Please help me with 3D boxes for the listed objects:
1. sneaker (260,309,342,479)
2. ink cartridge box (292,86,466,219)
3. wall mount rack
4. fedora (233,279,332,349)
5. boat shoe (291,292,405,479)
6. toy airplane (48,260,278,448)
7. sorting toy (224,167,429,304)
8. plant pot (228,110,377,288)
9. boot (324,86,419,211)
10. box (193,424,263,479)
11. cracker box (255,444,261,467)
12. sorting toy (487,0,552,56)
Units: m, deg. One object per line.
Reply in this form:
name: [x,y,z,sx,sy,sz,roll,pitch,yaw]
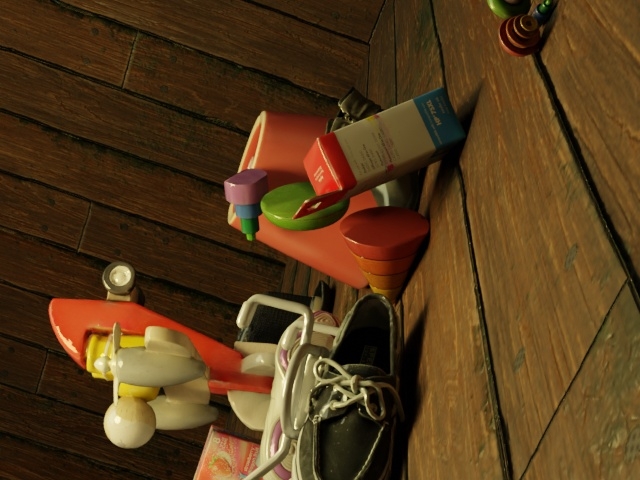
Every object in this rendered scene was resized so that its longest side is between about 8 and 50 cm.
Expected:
sneaker: [-0.042,0.256,1.818,0.152,0.114,0.305,122,166,-62]
ink cartridge box: [0.061,-0.112,1.498,0.134,0.231,0.078,134,113,-77]
wall mount rack: [-0.055,0.237,1.416,0.350,0.131,0.304,42,-121,-71]
fedora: [-0.096,0.222,2.273,0.334,0.153,0.334,-161,90,-85]
boat shoe: [0.041,0.179,1.258,0.306,0.113,0.104,-64,-20,-49]
toy airplane: [-0.251,0.237,1.901,0.384,0.386,0.272,3,58,48]
sorting toy: [0.000,0.000,1.607,0.127,0.366,0.126,-28,-56,-39]
plant pot: [-0.007,-0.083,1.833,0.275,0.243,0.274,-163,90,-79]
boot: [0.069,-0.100,1.681,0.083,0.161,0.246,120,168,-65]
box: [-0.185,0.519,2.153,0.142,0.154,0.299,150,138,-82]
cracker box: [-0.044,0.295,1.963,0.156,0.067,0.232,144,146,-81]
sorting toy: [0.220,-0.249,1.225,0.042,0.061,0.101,120,144,-62]
